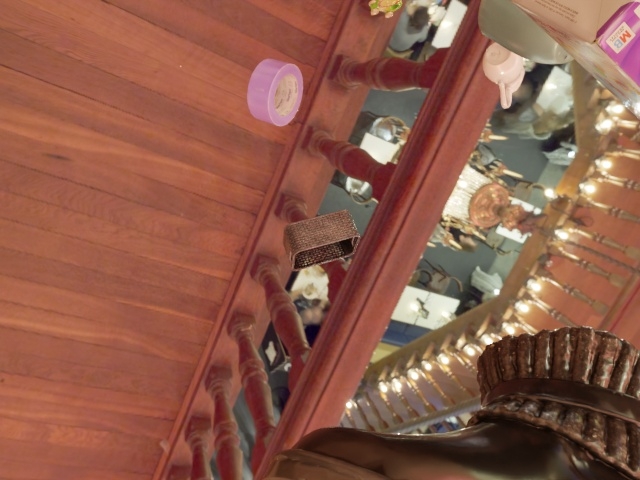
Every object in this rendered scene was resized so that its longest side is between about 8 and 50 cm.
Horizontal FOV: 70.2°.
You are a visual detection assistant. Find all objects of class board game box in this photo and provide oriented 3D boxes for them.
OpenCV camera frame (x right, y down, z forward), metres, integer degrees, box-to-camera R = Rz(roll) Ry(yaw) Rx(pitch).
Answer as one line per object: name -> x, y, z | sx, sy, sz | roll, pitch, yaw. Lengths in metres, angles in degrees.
board game box -> 0.352, -0.202, 0.441 | 0.275, 0.144, 0.142 | 22, 123, -29

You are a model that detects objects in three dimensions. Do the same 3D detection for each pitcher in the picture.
pitcher -> 0.626, -0.564, 1.550 | 0.207, 0.125, 0.178 | 15, 81, -55

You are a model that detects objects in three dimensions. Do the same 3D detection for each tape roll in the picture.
tape roll -> -0.137, -0.454, 1.401 | 0.080, 0.189, 0.189 | 22, 107, 21

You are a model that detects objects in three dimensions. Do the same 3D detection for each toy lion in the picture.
toy lion -> 0.192, -0.666, 1.274 | 0.100, 0.096, 0.034 | -13, 92, -40

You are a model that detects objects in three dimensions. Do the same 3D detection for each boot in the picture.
boot -> 0.146, 0.179, 0.417 | 0.348, 0.260, 0.131 | 12, 124, 9

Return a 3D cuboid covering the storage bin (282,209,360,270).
storage bin -> 0.000, 0.000, 1.186 | 0.180, 0.084, 0.122 | -16, 156, -14

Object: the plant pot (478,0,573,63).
plant pot -> 0.613, -0.611, 1.201 | 0.293, 0.235, 0.293 | -25, 151, -15
